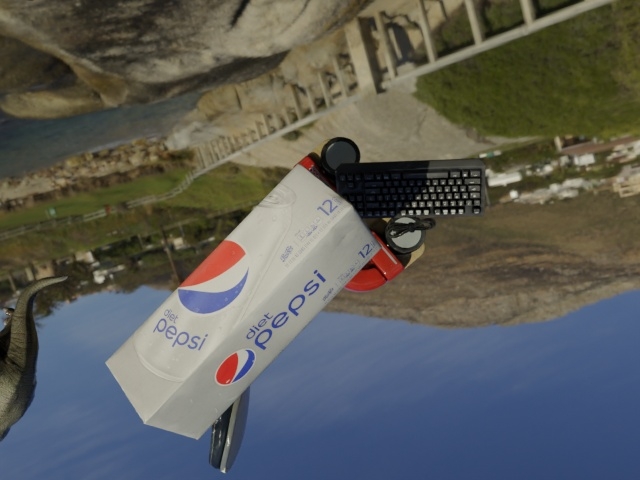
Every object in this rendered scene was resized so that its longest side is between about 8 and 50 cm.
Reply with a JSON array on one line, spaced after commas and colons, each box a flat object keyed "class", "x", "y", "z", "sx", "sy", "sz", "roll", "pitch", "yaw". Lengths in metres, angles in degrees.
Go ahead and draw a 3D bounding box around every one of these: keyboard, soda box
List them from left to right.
[{"class": "soda box", "x": -0.075, "y": 0.064, "z": 0.639, "sx": 0.286, "sy": 0.098, "sz": 0.091, "roll": -46, "pitch": -125, "yaw": -3}, {"class": "keyboard", "x": 0.112, "y": -0.048, "z": 0.771, "sx": 0.180, "sy": 0.108, "sz": 0.023, "roll": 0, "pitch": -145, "yaw": 12}]

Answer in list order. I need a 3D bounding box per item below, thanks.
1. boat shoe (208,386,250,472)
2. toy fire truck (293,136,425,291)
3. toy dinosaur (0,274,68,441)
[{"class": "boat shoe", "x": -0.152, "y": 0.230, "z": 0.976, "sx": 0.079, "sy": 0.254, "sz": 0.095, "roll": 7, "pitch": 175, "yaw": 3}, {"class": "toy fire truck", "x": 0.000, "y": 0.000, "z": 0.887, "sx": 0.246, "sy": 0.217, "sz": 0.158, "roll": -39, "pitch": 175, "yaw": -3}, {"class": "toy dinosaur", "x": -0.369, "y": 0.175, "z": 0.681, "sx": 0.313, "sy": 0.121, "sz": 0.160, "roll": -38, "pitch": -143, "yaw": -2}]
